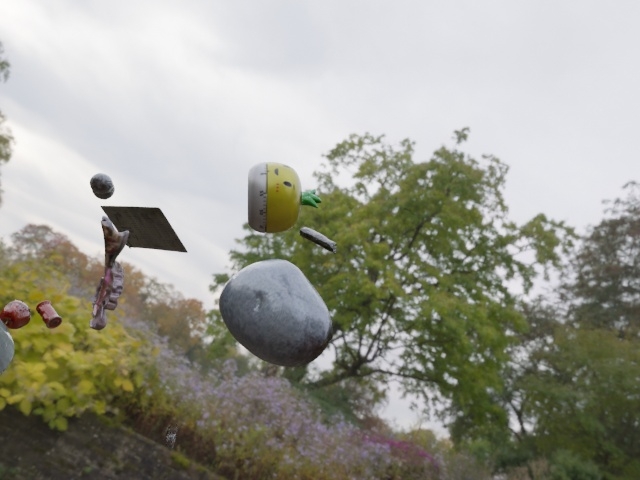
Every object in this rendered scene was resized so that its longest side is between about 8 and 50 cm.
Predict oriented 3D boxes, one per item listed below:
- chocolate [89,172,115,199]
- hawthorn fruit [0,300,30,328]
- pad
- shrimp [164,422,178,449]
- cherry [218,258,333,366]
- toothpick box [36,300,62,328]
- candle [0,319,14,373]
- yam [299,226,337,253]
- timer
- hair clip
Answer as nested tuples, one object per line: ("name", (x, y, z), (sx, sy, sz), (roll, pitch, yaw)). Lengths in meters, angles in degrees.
("chocolate", (-0.705, -0.175, 1.766), (0.072, 0.072, 0.167), (31, -16, -13))
("hawthorn fruit", (-0.953, 0.234, 1.695), (0.093, 0.093, 0.093), (23, -19, 9))
("pad", (-0.495, -0.031, 1.515), (0.264, 0.009, 0.160), (3, -48, 35))
("shrimp", (-0.512, 0.667, 1.861), (0.038, 0.093, 0.029), (16, -5, -12))
("cherry", (-0.103, 0.165, 1.271), (0.296, 0.218, 0.255), (39, -7, 36))
("toothpick box", (-0.808, 0.219, 1.622), (0.083, 0.047, 0.047), (40, -11, 29))
("candle", (-0.975, 0.277, 1.494), (0.221, 0.221, 0.343), (22, -38, 11))
("yam", (0.000, 0.000, 1.194), (0.033, 0.027, 0.129), (39, -7, -40))
("timer", (-0.130, -0.154, 1.992), (0.285, 0.285, 0.285), (23, -19, 9))
("hair clip", (-0.530, 0.081, 1.370), (0.069, 0.301, 0.173), (7, 28, -22))
